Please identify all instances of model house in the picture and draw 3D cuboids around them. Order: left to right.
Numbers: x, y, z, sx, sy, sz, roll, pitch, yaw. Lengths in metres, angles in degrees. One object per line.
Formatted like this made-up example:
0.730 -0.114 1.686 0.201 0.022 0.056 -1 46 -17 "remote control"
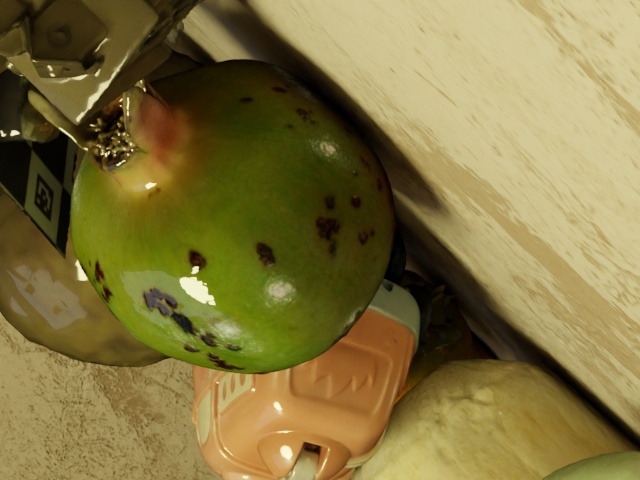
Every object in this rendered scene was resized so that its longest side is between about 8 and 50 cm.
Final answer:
-0.211 -0.191 1.080 0.211 0.243 0.204 44 176 3 "model house"

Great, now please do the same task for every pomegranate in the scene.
-0.093 -0.021 1.296 0.291 0.291 0.323 42 -166 26 "pomegranate"
0.080 0.131 1.794 0.210 0.210 0.235 44 150 3 "pomegranate"

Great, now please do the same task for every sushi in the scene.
-0.250 -0.219 1.307 0.359 0.064 0.343 58 -153 -54 "sushi"

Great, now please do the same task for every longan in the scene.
-0.235 -0.043 1.833 0.391 0.391 0.391 44 176 4 "longan"

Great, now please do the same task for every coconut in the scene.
0.194 0.282 1.568 0.329 0.329 0.329 44 176 4 "coconut"

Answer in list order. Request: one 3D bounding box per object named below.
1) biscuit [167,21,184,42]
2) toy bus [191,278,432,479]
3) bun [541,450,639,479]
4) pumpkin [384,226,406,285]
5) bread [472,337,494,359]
-0.186 -0.267 1.454 0.188 0.040 0.265 49 179 1 "biscuit"
-0.019 0.146 1.533 0.194 0.232 0.287 15 150 -17 "toy bus"
0.301 0.302 1.349 0.293 0.293 0.187 43 -148 11 "bun"
0.000 0.000 1.666 0.202 0.140 0.202 29 163 10 "pumpkin"
0.171 0.157 1.967 0.156 0.086 0.125 37 166 39 "bread"
